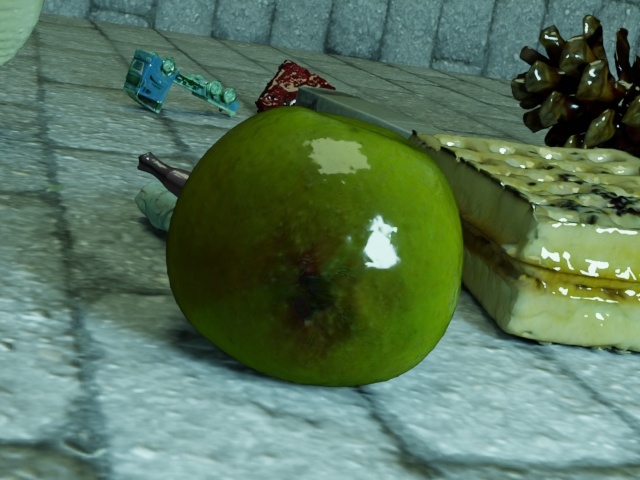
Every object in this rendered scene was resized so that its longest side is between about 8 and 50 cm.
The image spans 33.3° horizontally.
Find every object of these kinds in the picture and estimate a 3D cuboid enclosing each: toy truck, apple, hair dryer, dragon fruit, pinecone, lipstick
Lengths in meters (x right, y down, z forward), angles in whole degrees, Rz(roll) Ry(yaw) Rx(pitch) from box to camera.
[{"bbox_3d":[-0.202,-0.214,1.568,0.175,0.081,0.067,22,4,-39],"label":"toy truck"},{"bbox_3d":[0.000,0.000,0.675,0.197,0.156,0.196,17,11,-3],"label":"apple"},{"bbox_3d":[-0.083,-0.021,0.843,0.154,0.054,0.106,34,26,18],"label":"hair dryer"},{"bbox_3d":[-0.030,-0.208,1.647,0.131,0.097,0.063,28,17,-6],"label":"dragon fruit"},{"bbox_3d":[0.388,-0.168,1.376,0.309,0.244,0.244,45,28,20],"label":"pinecone"},{"bbox_3d":[0.076,-0.126,1.365,0.080,0.076,0.371,4,15,-28],"label":"lipstick"}]

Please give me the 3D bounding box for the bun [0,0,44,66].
[{"bbox_3d":[-0.470,-0.288,1.099,0.349,0.227,0.352,-17,-17,-15],"label":"bun"}]

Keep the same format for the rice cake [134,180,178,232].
[{"bbox_3d":[-0.055,-0.025,0.962,0.211,0.038,0.124,0,17,-29],"label":"rice cake"}]

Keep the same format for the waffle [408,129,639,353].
[{"bbox_3d":[0.227,-0.012,0.948,0.261,0.113,0.376,8,15,-10],"label":"waffle"}]
